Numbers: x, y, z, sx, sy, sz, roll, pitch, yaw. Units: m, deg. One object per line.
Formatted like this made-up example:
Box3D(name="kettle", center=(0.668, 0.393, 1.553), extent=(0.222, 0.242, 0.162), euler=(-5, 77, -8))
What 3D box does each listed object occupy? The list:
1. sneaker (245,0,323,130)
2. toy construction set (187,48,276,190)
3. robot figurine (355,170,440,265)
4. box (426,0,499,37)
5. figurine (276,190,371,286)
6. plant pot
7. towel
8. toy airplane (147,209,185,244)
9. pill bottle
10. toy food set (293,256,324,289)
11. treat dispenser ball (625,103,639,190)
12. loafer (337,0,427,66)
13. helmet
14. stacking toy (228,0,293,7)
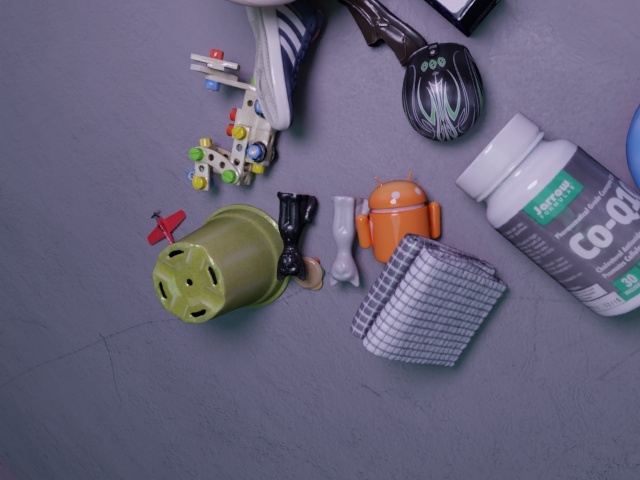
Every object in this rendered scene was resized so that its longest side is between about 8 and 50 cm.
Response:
Box3D(name="sneaker", center=(-0.060, -0.403, 0.987), extent=(0.148, 0.131, 0.349), euler=(-6, 88, -23))
Box3D(name="toy construction set", center=(-0.206, -0.262, 1.097), extent=(0.215, 0.151, 0.327), euler=(17, 118, 16))
Box3D(name="robot figurine", center=(0.166, -0.032, 1.011), extent=(0.158, 0.128, 0.219), euler=(-3, 101, 27))
Box3D(name="box", center=(0.198, -0.505, 0.865), extent=(0.261, 0.184, 0.103), euler=(44, 112, 7))
Box3D(name="figurine", center=(0.000, 0.000, 1.085), extent=(0.215, 0.092, 0.209), euler=(6, 95, 18))
Box3D(name="plant pot", center=(-0.240, 0.068, 1.115), extent=(0.276, 0.254, 0.275), euler=(5, 104, 19))
Box3D(name="towel", center=(0.219, 0.121, 0.962), extent=(0.121, 0.284, 0.235), euler=(45, 112, 46))
Box3D(name="toy airplane", center=(-0.410, -0.012, 1.282), extent=(0.151, 0.028, 0.151), euler=(4, 102, 18))
Box3D(name="pill bottle", center=(0.439, -0.052, 0.865), extent=(0.361, 0.204, 0.204), euler=(42, 112, 7))
Box3D(name="toy food set", center=(-0.031, 0.078, 1.166), extent=(0.083, 0.020, 0.082), euler=(14, 106, 17))
Box3D(name="treat dispenser ball", center=(0.636, -0.155, 0.724), extent=(0.288, 0.288, 0.288), euler=(4, 103, 19))
Box3D(name="loafer", center=(0.112, -0.436, 0.968), extent=(0.220, 0.080, 0.078), euler=(41, 111, 8))
Box3D(name="helmet", center=(0.236, -0.278, 0.923), extent=(0.170, 0.169, 0.161), euler=(-7, 82, 22))
Box3D(name="stacking toy", center=(-0.161, -0.644, 0.874), extent=(0.351, 0.480, 0.350), euler=(-11, 124, -17))
